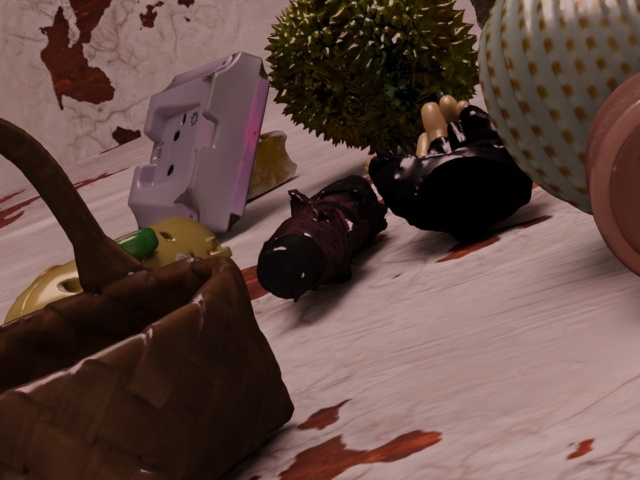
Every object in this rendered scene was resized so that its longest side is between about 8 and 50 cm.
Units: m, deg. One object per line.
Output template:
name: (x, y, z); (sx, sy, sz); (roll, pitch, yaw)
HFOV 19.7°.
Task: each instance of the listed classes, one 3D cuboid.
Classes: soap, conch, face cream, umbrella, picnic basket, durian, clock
soap: (-0.169, -0.088, 2.676); (0.160, 0.080, 0.257); (-28, 10, -34)
conch: (0.293, -0.121, 1.458); (0.319, 0.215, 0.303); (15, 22, 30)
face cream: (0.260, -0.047, 1.286); (0.149, 0.149, 0.104); (-21, 11, 11)
umbrella: (0.000, 0.000, 1.812); (0.090, 0.094, 0.326); (25, 19, 7)
picnic basket: (-0.222, 0.057, 1.327); (0.337, 0.337, 0.293); (-17, 11, 30)
durian: (0.077, -0.247, 2.403); (0.291, 0.291, 0.224); (-16, 20, 34)
clock: (-0.162, -0.117, 2.410); (0.083, 0.253, 0.186); (19, -17, -30)

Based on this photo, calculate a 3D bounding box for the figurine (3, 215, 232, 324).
figurine: (-0.210, 0.063, 1.864); (0.222, 0.124, 0.324); (-22, 6, 24)

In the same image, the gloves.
gloves: (0.124, -0.072, 1.805); (0.164, 0.124, 0.203); (-9, 13, 5)

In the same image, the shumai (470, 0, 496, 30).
shumai: (0.340, -0.355, 2.507); (0.222, 0.225, 0.260); (-40, -9, -15)
